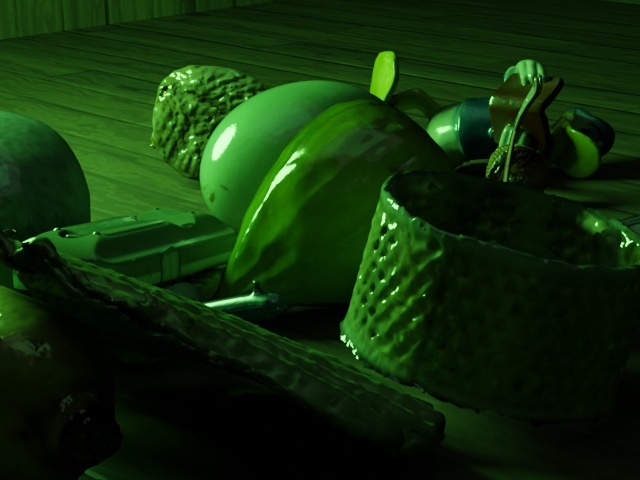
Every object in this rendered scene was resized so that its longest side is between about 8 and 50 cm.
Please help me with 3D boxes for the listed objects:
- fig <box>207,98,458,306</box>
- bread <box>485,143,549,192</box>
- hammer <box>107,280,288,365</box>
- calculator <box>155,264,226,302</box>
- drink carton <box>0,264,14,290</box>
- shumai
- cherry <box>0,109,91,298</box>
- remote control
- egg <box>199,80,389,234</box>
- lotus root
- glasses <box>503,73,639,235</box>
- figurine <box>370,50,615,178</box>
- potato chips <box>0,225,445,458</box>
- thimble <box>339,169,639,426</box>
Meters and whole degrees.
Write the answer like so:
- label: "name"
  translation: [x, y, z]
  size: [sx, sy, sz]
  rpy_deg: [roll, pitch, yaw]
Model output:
- label: "fig"
  translation: [0.031, -0.001, 1.862]
  size: [0.233, 0.233, 0.314]
  rpy_deg: [9, 63, 34]
- label: "bread"
  translation: [0.256, -0.085, 2.243]
  size: [0.085, 0.085, 0.053]
  rpy_deg: [-3, 11, -3]
- label: "hammer"
  translation: [-0.111, 0.073, 1.680]
  size: [0.194, 0.069, 0.116]
  rpy_deg: [-12, 5, 35]
- label: "calculator"
  translation: [-0.171, 0.051, 1.911]
  size: [0.157, 0.033, 0.236]
  rpy_deg: [6, 20, 23]
- label: "drink carton"
  translation: [-0.346, 0.082, 1.619]
  size: [0.144, 0.142, 0.146]
  rpy_deg: [0, 17, 10]
- label: "shumai"
  translation: [-0.144, -0.164, 2.466]
  size: [0.206, 0.166, 0.175]
  rpy_deg: [21, 4, -8]
- label: "cherry"
  translation: [-0.375, -0.027, 1.880]
  size: [0.255, 0.218, 0.296]
  rpy_deg: [-5, 29, -23]
- label: "remote control"
  translation: [-0.200, 0.008, 1.796]
  size: [0.128, 0.065, 0.335]
  rpy_deg: [4, 7, 19]
- label: "egg"
  translation: [-0.016, -0.091, 2.079]
  size: [0.283, 0.203, 0.203]
  rpy_deg: [-20, 23, -34]
- label: "lotus root"
  translation: [-0.258, 0.125, 1.414]
  size: [0.146, 0.160, 0.284]
  rpy_deg: [-20, 24, -34]
- label: "glasses"
  translation: [0.322, -0.095, 1.959]
  size: [0.234, 0.268, 0.118]
  rpy_deg: [-1, 34, -1]
- label: "figurine"
  translation: [0.273, -0.173, 2.383]
  size: [0.338, 0.204, 0.283]
  rpy_deg: [5, -14, -24]
- label: "potato chips"
  translation: [-0.097, 0.089, 1.463]
  size: [0.429, 0.070, 0.358]
  rpy_deg: [23, -5, 1]
- label: "thimble"
  translation: [0.162, 0.045, 1.570]
  size: [0.271, 0.150, 0.271]
  rpy_deg: [13, 16, -4]
